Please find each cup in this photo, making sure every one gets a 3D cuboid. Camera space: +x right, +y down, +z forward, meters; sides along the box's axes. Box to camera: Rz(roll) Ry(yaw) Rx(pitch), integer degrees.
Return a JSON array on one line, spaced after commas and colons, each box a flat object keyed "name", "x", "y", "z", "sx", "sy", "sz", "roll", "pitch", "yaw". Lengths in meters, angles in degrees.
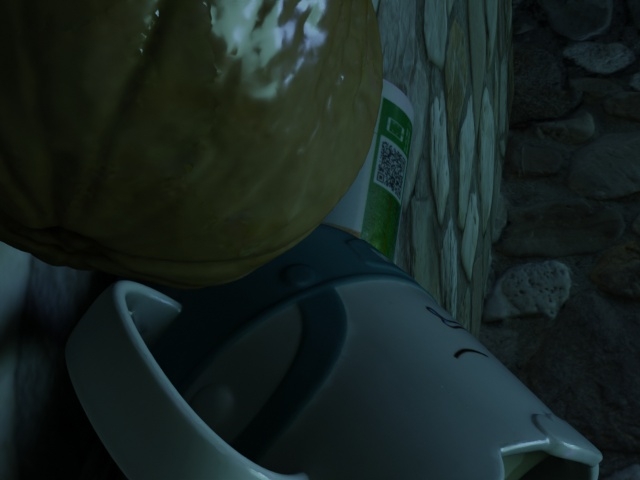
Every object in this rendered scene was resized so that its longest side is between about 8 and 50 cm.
[{"name": "cup", "x": -0.014, "y": 0.113, "z": 0.580, "sx": 0.219, "sy": 0.257, "sz": 0.290, "roll": -51, "pitch": 141, "yaw": 9}]

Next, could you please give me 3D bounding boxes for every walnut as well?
[{"name": "walnut", "x": -0.076, "y": -0.095, "z": 0.436, "sx": 0.228, "sy": 0.228, "sz": 0.228, "roll": 3, "pitch": 90, "yaw": -75}]

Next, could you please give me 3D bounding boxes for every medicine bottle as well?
[{"name": "medicine bottle", "x": 0.000, "y": 0.000, "z": 0.862, "sx": 0.133, "sy": 0.133, "sz": 0.274, "roll": 63, "pitch": 33, "yaw": -62}]
